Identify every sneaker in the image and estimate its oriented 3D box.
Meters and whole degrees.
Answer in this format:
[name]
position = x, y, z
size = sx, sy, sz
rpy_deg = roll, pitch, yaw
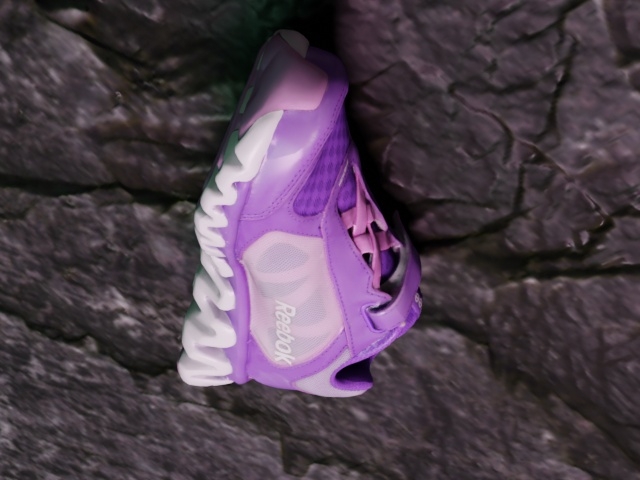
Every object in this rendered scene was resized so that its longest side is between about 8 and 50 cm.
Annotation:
[sneaker]
position = 0.000, 0.000, 0.810
size = 0.104, 0.095, 0.236
rpy_deg = 20, 148, 6
